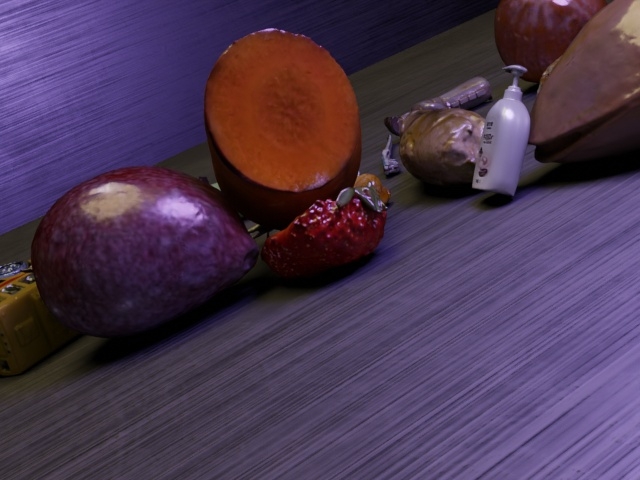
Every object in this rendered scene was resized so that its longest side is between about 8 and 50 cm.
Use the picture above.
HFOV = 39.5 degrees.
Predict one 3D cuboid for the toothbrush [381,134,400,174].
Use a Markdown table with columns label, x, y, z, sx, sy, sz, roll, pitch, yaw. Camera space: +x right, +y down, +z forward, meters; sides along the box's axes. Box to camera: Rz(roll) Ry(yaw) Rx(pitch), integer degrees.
| label | x | y | z | sx | sy | sz | roll | pitch | yaw |
| --- | --- | --- | --- | --- | --- | --- | --- | --- | --- |
| toothbrush | 0.117 | -0.150 | 1.538 | 0.028 | 0.026 | 0.294 | -3 | 16 | 3 |

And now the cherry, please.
| label | x | y | z | sx | sy | sz | roll | pitch | yaw |
| --- | --- | --- | --- | --- | --- | --- | --- | --- | --- |
| cherry | -0.219 | 0.011 | 1.099 | 0.300 | 0.203 | 0.230 | -5 | 10 | 13 |

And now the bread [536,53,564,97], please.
| label | x | y | z | sx | sy | sz | roll | pitch | yaw |
| --- | --- | --- | --- | --- | --- | --- | --- | --- | --- |
| bread | 0.403 | -0.233 | 1.249 | 0.196 | 0.102 | 0.138 | -14 | 13 | 36 |

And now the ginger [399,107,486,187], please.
| label | x | y | z | sx | sy | sz | roll | pitch | yaw |
| --- | --- | --- | --- | --- | --- | --- | --- | --- | --- |
| ginger | 0.166 | -0.131 | 1.220 | 0.116 | 0.109 | 0.263 | -49 | 12 | 6 |

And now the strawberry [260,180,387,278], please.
| label | x | y | z | sx | sy | sz | roll | pitch | yaw |
| --- | --- | --- | --- | --- | --- | --- | --- | --- | --- |
| strawberry | 0.000 | 0.000 | 1.038 | 0.187 | 0.082 | 0.146 | -30 | -15 | 36 |

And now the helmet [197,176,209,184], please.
| label | x | y | z | sx | sy | sz | roll | pitch | yaw |
| --- | --- | --- | --- | --- | --- | --- | --- | --- | --- |
| helmet | -0.262 | -0.073 | 1.744 | 0.123 | 0.070 | 0.098 | -36 | 11 | -22 |

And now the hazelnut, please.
| label | x | y | z | sx | sy | sz | roll | pitch | yaw |
| --- | --- | --- | --- | --- | --- | --- | --- | --- | --- |
| hazelnut | 0.412 | -0.375 | 1.583 | 0.214 | 0.214 | 0.176 | -14 | 58 | 30 |

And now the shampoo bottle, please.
| label | x | y | z | sx | sy | sz | roll | pitch | yaw |
| --- | --- | --- | --- | --- | --- | --- | --- | --- | --- |
| shampoo bottle | 0.218 | -0.130 | 1.044 | 0.045 | 0.152 | 0.077 | 12 | 5 | -11 |

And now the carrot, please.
| label | x | y | z | sx | sy | sz | roll | pitch | yaw |
| --- | --- | --- | --- | --- | --- | --- | --- | --- | --- |
| carrot | -0.041 | -0.109 | 1.163 | 0.193 | 0.214 | 0.331 | -35 | -8 | -11 |

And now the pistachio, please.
| label | x | y | z | sx | sy | sz | roll | pitch | yaw |
| --- | --- | --- | --- | --- | --- | --- | --- | --- | --- |
| pistachio | 0.348 | -0.179 | 1.006 | 0.260 | 0.163 | 0.213 | -44 | 1 | 7 |

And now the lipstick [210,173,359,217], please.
| label | x | y | z | sx | sy | sz | roll | pitch | yaw |
| --- | --- | --- | --- | --- | --- | --- | --- | --- | --- |
| lipstick | -0.080 | -0.091 | 1.522 | 0.304 | 0.076 | 0.076 | -14 | 16 | 28 |

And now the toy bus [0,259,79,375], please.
| label | x | y | z | sx | sy | sz | roll | pitch | yaw |
| --- | --- | --- | --- | --- | --- | --- | --- | --- | --- |
| toy bus | -0.350 | 0.061 | 1.276 | 0.123 | 0.121 | 0.335 | 0 | 25 | 37 |

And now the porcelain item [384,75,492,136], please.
| label | x | y | z | sx | sy | sz | roll | pitch | yaw |
| --- | --- | --- | --- | --- | --- | --- | --- | --- | --- |
| porcelain item | 0.220 | -0.248 | 1.686 | 0.213 | 0.054 | 0.084 | -26 | 12 | -19 |

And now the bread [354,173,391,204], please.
| label | x | y | z | sx | sy | sz | roll | pitch | yaw |
| --- | --- | --- | --- | --- | --- | --- | --- | --- | --- |
| bread | 0.056 | -0.060 | 1.248 | 0.083 | 0.046 | 0.081 | -8 | 26 | 41 |
